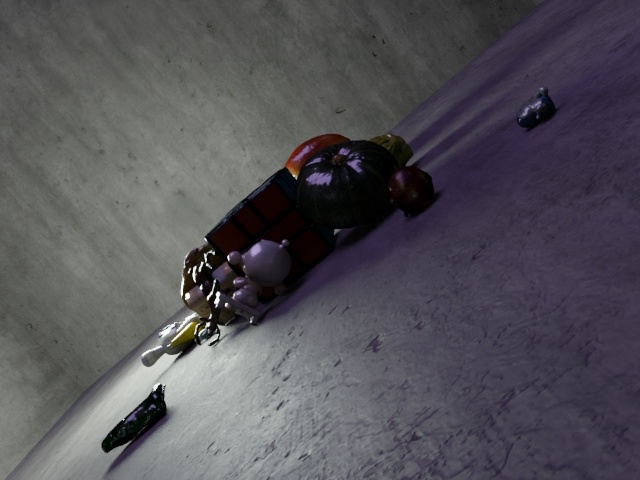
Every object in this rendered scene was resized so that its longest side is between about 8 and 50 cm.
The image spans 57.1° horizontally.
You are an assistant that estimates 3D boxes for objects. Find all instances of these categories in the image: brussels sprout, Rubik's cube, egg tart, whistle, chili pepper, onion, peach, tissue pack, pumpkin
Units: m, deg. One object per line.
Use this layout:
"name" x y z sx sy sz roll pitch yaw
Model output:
"brussels sprout" 0.195 -0.256 1.954 0.223 0.161 0.223 -47 5 5
"Rubik's cube" -0.143 -0.025 1.833 0.293 0.283 0.288 -36 10 13
"egg tart" -0.349 0.103 2.055 0.341 0.341 0.129 -41 49 -5
"whistle" -0.397 0.322 2.041 0.100 0.035 0.035 -40 8 14
"chili pepper" -0.469 0.463 1.510 0.216 0.062 0.108 -45 8 -13
"onion" 0.205 -0.118 1.357 0.118 0.118 0.117 -42 12 -7
"peach" 0.018 -0.270 2.415 0.372 0.373 0.290 -44 41 -22
"tissue pack" -0.311 0.173 1.951 0.222 0.186 0.090 -38 46 12
"pumpkin" 0.079 -0.153 1.651 0.300 0.207 0.300 -15 30 9

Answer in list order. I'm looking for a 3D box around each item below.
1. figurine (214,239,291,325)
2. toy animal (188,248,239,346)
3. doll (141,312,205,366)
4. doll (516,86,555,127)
"figurine" -0.179 0.097 1.639 0.257 0.182 0.144 -61 -5 -2
"toy animal" -0.332 0.175 1.802 0.087 0.243 0.260 -3 -30 -33
"doll" -0.533 0.359 2.209 0.252 0.111 0.237 -30 11 10
"doll" 0.448 -0.270 1.234 0.083 0.050 0.076 -29 32 49
